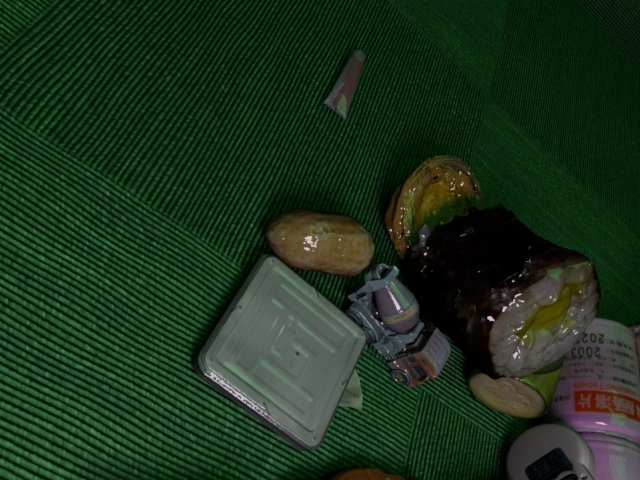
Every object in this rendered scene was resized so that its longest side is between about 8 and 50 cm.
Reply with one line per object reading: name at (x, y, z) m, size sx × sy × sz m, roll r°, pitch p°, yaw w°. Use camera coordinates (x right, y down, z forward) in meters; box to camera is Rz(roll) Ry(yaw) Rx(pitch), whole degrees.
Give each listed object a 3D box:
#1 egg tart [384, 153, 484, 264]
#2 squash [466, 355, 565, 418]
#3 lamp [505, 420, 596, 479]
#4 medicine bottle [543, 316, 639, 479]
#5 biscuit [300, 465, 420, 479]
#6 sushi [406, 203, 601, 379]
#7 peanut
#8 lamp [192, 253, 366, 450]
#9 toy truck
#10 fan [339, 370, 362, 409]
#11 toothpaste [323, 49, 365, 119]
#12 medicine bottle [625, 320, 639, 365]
egg tart at (0.262, -0.052, 1.398) m, size 0.291 × 0.107 × 0.290 m, roll -3°, pitch 96°, yaw -31°
squash at (0.451, 0.250, 1.367) m, size 0.189 × 0.189 × 0.260 m, roll 44°, pitch 55°, yaw -13°
lamp at (0.481, 0.480, 1.237) m, size 0.108 × 0.179 × 0.246 m, roll 47°, pitch 10°, yaw -15°
medicine bottle at (0.634, 0.392, 1.420) m, size 0.219 × 0.219 × 0.388 m, roll 29°, pitch 55°, yaw -24°
biscuit at (0.068, 0.542, 1.014) m, size 0.381 × 0.074 × 0.358 m, roll -20°, pitch 84°, yaw -44°
sushi at (0.356, 0.103, 1.238) m, size 0.299 × 0.281 × 0.294 m, roll -20°, pitch 37°, yaw -16°
peanut at (0.000, 0.000, 1.177) m, size 0.224 × 0.129 × 0.129 m, roll 15°, pitch 61°, yaw -30°
lamp at (-0.060, 0.194, 1.081) m, size 0.269 × 0.047 × 0.266 m, roll 40°, pitch 52°, yaw -14°
toy truck at (0.156, 0.166, 1.208) m, size 0.256 × 0.140 × 0.108 m, roll 51°, pitch 48°, yaw -7°
fan at (-0.004, 0.238, 1.141) m, size 0.240 × 0.009 × 0.131 m, roll 36°, pitch 50°, yaw -19°
toothpaste at (0.064, -0.379, 1.459) m, size 0.067 × 0.043 × 0.194 m, roll 35°, pitch 58°, yaw -22°
medicine bottle at (0.916, 0.314, 1.568) m, size 0.282 × 0.375 × 0.123 m, roll 54°, pitch 45°, yaw -6°
